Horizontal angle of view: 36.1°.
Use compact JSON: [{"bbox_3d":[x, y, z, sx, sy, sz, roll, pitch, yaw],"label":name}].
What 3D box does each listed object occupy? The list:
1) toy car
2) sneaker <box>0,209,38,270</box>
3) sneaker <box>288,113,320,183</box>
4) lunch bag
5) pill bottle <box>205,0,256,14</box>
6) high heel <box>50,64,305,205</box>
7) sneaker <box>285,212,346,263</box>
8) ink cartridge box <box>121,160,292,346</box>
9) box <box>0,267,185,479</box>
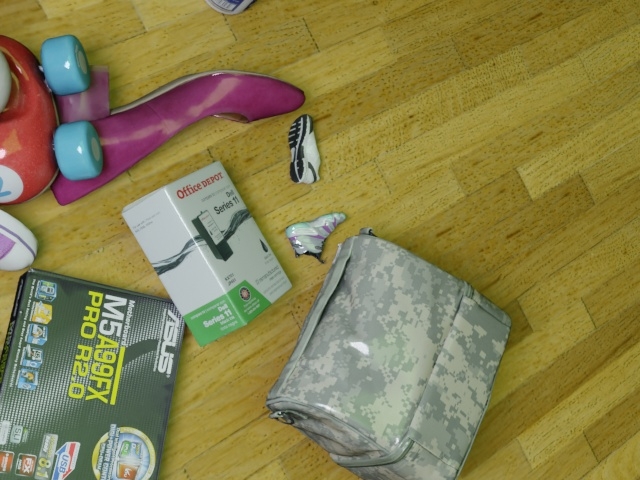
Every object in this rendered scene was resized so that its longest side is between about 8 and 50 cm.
[{"bbox_3d":[-0.397,-0.154,1.124,0.219,0.238,0.210,-10,84,4],"label":"toy car"},{"bbox_3d":[-0.468,0.020,1.137,0.282,0.102,0.161,25,57,-39],"label":"sneaker"},{"bbox_3d":[-0.022,-0.136,1.476,0.044,0.040,0.109,11,78,-42],"label":"sneaker"},{"bbox_3d":[0.088,0.165,1.365,0.256,0.213,0.305,36,65,-17],"label":"lunch bag"},{"bbox_3d":[-0.105,-0.397,1.406,0.094,0.169,0.094,6,77,-27],"label":"pill bottle"},{"bbox_3d":[-0.193,-0.142,1.353,0.377,0.127,0.181,-3,92,-23],"label":"high heel"},{"bbox_3d":[0.000,0.000,1.457,0.098,0.038,0.069,-17,89,-20],"label":"sneaker"},{"bbox_3d":[-0.149,0.013,1.313,0.208,0.087,0.153,60,29,-5],"label":"ink cartridge box"},{"bbox_3d":[-0.298,0.189,1.247,0.216,0.060,0.270,16,73,-23],"label":"box"}]
